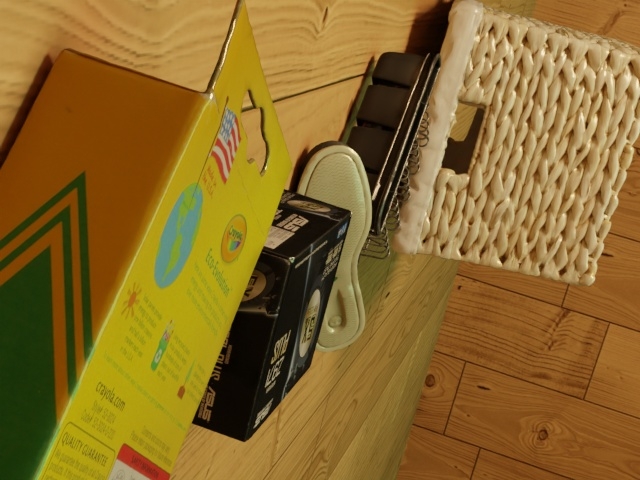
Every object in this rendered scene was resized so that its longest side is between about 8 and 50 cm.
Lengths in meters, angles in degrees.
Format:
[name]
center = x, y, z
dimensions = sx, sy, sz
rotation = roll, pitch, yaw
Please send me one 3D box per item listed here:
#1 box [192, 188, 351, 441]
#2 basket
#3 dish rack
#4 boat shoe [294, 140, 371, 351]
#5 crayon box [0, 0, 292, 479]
[box]
center = -0.048, 0.050, 0.870
dimensions = 0.180, 0.077, 0.147
rotation = -38, 145, -71
[basket]
center = 0.262, -0.140, 1.504
dimensions = 0.331, 0.266, 0.328
rotation = -66, 171, -75
[dish rack]
center = 0.072, -0.076, 1.261
dimensions = 0.271, 0.074, 0.208
rotation = 75, 35, -70
[boat shoe]
center = 0.000, 0.000, 1.085
dimensions = 0.079, 0.084, 0.233
rotation = -119, -157, -50
[crayon box]
center = -0.112, 0.051, 0.558
dimensions = 0.202, 0.081, 0.318
rotation = 77, 33, -69
